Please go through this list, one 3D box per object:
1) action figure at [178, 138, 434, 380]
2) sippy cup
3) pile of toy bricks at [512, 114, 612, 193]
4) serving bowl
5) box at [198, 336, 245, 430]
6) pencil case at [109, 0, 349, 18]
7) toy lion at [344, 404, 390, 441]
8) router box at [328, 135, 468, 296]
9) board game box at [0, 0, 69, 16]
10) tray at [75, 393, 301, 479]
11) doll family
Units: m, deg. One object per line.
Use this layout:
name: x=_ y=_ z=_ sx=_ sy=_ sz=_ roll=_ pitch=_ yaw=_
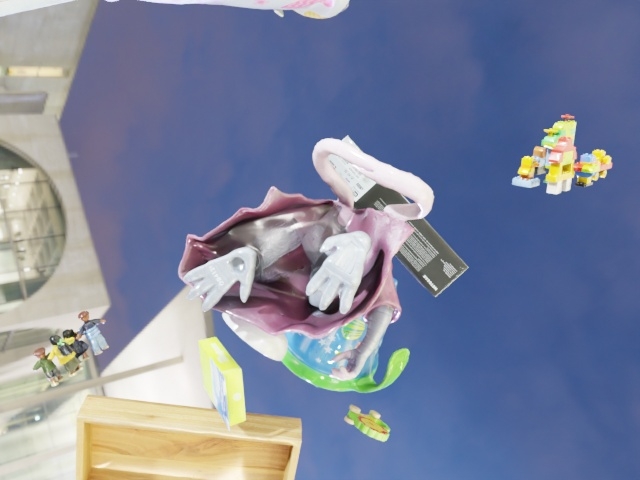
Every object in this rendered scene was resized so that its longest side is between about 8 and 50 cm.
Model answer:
action figure: x=0.000 y=0.000 z=0.758 sx=0.248 sy=0.370 sz=0.276 roll=34 pitch=-76 yaw=14
sippy cup: x=0.045 y=0.151 z=1.314 sx=0.305 sy=0.240 sz=0.224 roll=24 pitch=-64 yaw=3
pile of toy bricks: x=0.385 y=-0.147 z=1.010 sx=0.118 sy=0.212 sz=0.105 roll=18 pitch=-66 yaw=42
serving bowl: x=-0.066 y=0.095 z=0.694 sx=0.027 sy=0.083 sz=0.083 roll=-51 pitch=-131 yaw=1
box: x=-0.182 y=0.262 z=1.179 sx=0.178 sy=0.042 sz=0.109 roll=-152 pitch=-125 yaw=-61
pencil case: x=-0.094 y=-0.291 z=0.641 sx=0.124 sy=0.273 sz=0.114 roll=-9 pitch=-90 yaw=54
toy lion: x=0.100 y=0.362 z=1.237 sx=0.096 sy=0.100 sz=0.034 roll=27 pitch=-89 yaw=50
router box: x=0.130 y=-0.042 z=1.188 sx=0.081 sy=0.243 sz=0.309 roll=-42 pitch=-94 yaw=4
board game box: x=-0.441 y=-0.265 z=0.660 sx=0.317 sy=0.318 sz=0.066 roll=20 pitch=-51 yaw=38
tray: x=-0.254 y=0.421 z=1.228 sx=0.076 sy=0.410 sz=0.203 roll=-96 pitch=-165 yaw=-66
doll family: x=-0.585 y=0.246 z=1.489 sx=0.076 sy=0.193 sz=0.111 roll=-14 pitch=-71 yaw=29
